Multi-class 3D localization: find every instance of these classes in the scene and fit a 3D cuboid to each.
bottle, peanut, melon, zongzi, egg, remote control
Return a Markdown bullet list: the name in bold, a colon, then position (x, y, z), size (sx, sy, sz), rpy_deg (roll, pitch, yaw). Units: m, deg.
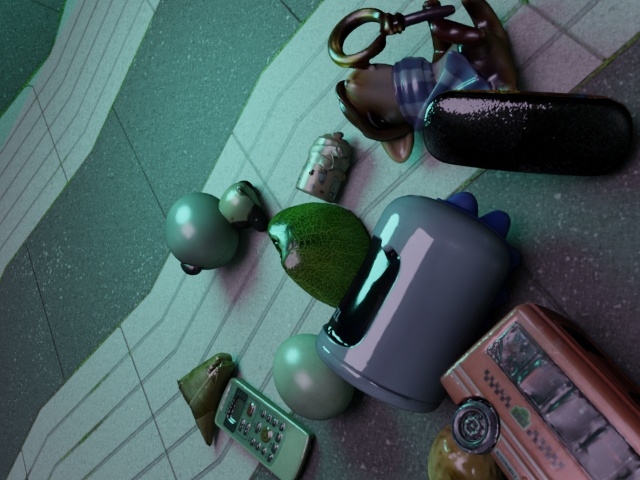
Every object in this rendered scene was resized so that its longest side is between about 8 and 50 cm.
- **bottle**: position (0.014, -0.163, 1.510), size (0.099, 0.099, 0.152), rpy_deg (28, 96, 45)
- **peanut**: position (0.232, 0.364, 1.132), size (0.140, 0.109, 0.159), rpy_deg (44, 138, 35)
- **melon**: position (0.000, 0.000, 1.426), size (0.129, 0.169, 0.265), rpy_deg (-45, 53, 26)
- **zongzi**: position (-0.243, 0.364, 1.644), size (0.160, 0.078, 0.176), rpy_deg (-39, 65, 31)
- **egg**: position (-0.015, 0.263, 1.385), size (0.192, 0.149, 0.149), rpy_deg (41, 108, 46)
- **remote control**: position (-0.125, 0.408, 1.536), size (0.285, 0.038, 0.123), rpy_deg (27, 98, 45)

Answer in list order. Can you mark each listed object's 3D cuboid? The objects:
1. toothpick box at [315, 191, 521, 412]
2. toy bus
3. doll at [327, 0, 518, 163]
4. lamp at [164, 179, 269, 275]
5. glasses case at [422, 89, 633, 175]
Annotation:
- **toothpick box**: position (0.178, 0.085, 1.189), size (0.263, 0.263, 0.355), rpy_deg (32, 99, 44)
- **toy bus**: position (0.372, 0.296, 0.959), size (0.233, 0.203, 0.427), rpy_deg (-51, 47, 16)
- **doll**: position (0.186, -0.297, 1.288), size (0.339, 0.209, 0.318), rpy_deg (-17, 75, 38)
- **lamp**: position (-0.255, -0.039, 1.696), size (0.243, 0.198, 0.198), rpy_deg (-31, 56, 9)
- **glasses case**: position (0.323, -0.173, 1.131), size (0.320, 0.082, 0.122), rpy_deg (7, 114, 20)
